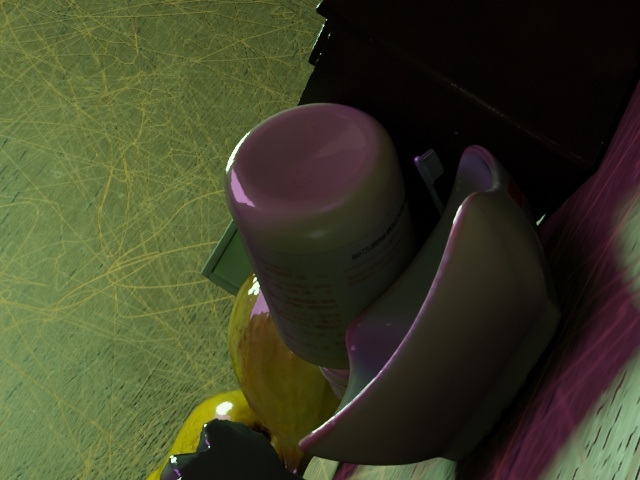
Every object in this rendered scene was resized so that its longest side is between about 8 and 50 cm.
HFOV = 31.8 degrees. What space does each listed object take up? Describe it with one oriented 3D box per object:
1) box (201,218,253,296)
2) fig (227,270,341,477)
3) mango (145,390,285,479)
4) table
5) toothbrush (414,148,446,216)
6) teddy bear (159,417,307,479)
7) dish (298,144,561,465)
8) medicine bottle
[{"bbox_3d":[0.000,0.000,1.503,0.225,0.225,0.117,-58,1,17],"label":"box"},{"bbox_3d":[-0.010,0.135,0.985,0.159,0.159,0.257,123,159,-71],"label":"fig"},{"bbox_3d":[-0.137,0.305,1.433,0.295,0.120,0.177,-51,32,39],"label":"mango"},{"bbox_3d":[0.101,-0.125,0.846,0.251,0.196,0.282,-60,1,-28],"label":"table"},{"bbox_3d":[0.089,-0.011,0.739,0.014,0.011,0.167,-37,-36,-3],"label":"toothbrush"},{"bbox_3d":[-0.081,0.234,0.567,0.251,0.144,0.171,-61,14,7],"label":"teddy bear"},{"bbox_3d":[0.071,0.039,0.602,0.151,0.077,0.212,-57,0,14],"label":"dish"},{"bbox_3d":[0.015,0.028,0.783,0.114,0.114,0.252,-59,-30,-31],"label":"medicine bottle"}]
